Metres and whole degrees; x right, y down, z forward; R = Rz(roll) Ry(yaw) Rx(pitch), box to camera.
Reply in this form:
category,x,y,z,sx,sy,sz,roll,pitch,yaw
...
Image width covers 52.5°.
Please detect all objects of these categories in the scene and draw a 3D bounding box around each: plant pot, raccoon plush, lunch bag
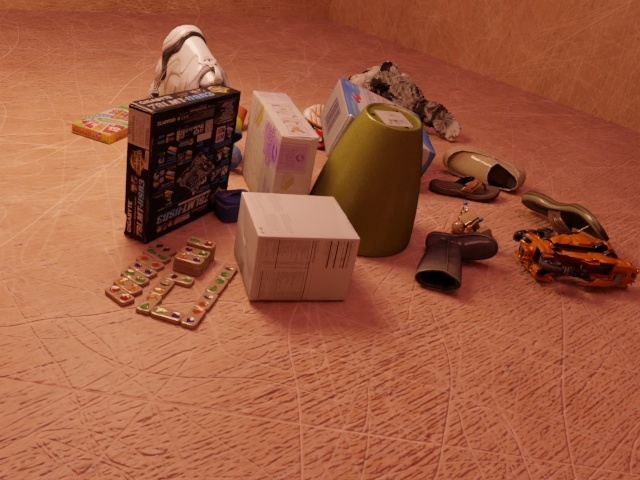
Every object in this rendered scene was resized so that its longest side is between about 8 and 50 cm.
category,x,y,z,sx,sy,sz,roll,pitch,yaw
plant pot,0.129,-0.160,1.524,0.274,0.294,0.275,13,34,-9
raccoon plush,0.304,-0.508,2.495,0.446,0.216,0.299,40,12,-8
lunch bag,-0.200,-0.088,1.544,0.098,0.065,0.067,-12,36,-36

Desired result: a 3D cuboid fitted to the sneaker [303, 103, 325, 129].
category,x,y,z,sx,sy,sz,roll,pitch,yaw
sneaker,0.031,-0.390,2.168,0.214,0.084,0.083,12,-16,-31

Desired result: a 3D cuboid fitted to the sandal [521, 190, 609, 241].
category,x,y,z,sx,sy,sz,roll,pitch,yaw
sandal,0.668,-0.050,1.796,0.120,0.086,0.303,42,-4,-33

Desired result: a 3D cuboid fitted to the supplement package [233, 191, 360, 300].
category,x,y,z,sx,sy,sz,roll,pitch,yaw
supplement package,-0.055,0.011,1.323,0.203,0.149,0.194,2,29,-18

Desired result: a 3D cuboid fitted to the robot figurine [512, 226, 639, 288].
category,x,y,z,sx,sy,sz,roll,pitch,yaw
robot figurine,0.612,0.047,1.588,0.291,0.085,0.211,5,28,-14

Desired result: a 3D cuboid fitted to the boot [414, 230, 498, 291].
category,x,y,z,sx,sy,sz,roll,pitch,yaw
boot,0.315,0.046,1.484,0.189,0.076,0.208,1,19,11

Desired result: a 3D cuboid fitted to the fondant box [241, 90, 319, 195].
category,x,y,z,sx,sy,sz,roll,pitch,yaw
fondant box,-0.110,-0.208,1.619,0.096,0.238,0.330,1,29,-21

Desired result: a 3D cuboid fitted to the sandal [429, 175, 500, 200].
category,x,y,z,sx,sy,sz,roll,pitch,yaw
sandal,0.435,-0.166,1.944,0.219,0.060,0.090,10,28,-4

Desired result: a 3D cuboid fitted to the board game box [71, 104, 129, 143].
category,x,y,z,sx,sy,sz,roll,pitch,yaw
board game box,-0.598,-0.347,1.915,0.124,0.039,0.259,19,26,12

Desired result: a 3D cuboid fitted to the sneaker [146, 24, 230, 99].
category,x,y,z,sx,sy,sz,roll,pitch,yaw
sneaker,-0.362,-0.377,1.771,0.137,0.366,0.210,-17,60,-38

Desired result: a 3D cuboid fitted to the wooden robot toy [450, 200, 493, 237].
category,x,y,z,sx,sy,sz,roll,pitch,yaw
wooden robot toy,0.382,-0.032,1.694,0.079,0.076,0.173,-28,33,2

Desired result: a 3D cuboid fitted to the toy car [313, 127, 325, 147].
category,x,y,z,sx,sy,sz,roll,pitch,yaw
toy car,0.068,-0.285,2.034,0.239,0.053,0.225,3,29,-15

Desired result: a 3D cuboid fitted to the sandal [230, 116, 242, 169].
category,x,y,z,sx,sy,sz,roll,pitch,yaw
sandal,-0.332,-0.239,1.731,0.317,0.126,0.138,-18,79,-27

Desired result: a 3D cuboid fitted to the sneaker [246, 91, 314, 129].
category,x,y,z,sx,sy,sz,roll,pitch,yaw
sneaker,-0.119,-0.403,2.105,0.227,0.130,0.087,4,30,-20

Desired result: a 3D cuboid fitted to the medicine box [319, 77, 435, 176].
category,x,y,z,sx,sy,sz,roll,pitch,yaw
medicine box,0.162,-0.314,1.919,0.289,0.149,0.263,20,32,-19

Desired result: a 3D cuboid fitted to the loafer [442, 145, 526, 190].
category,x,y,z,sx,sy,sz,roll,pitch,yaw
loafer,0.517,-0.227,2.047,0.268,0.102,0.092,17,22,8

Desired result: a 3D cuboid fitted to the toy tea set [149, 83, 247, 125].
category,x,y,z,sx,sy,sz,roll,pitch,yaw
toy tea set,-0.398,-0.432,2.106,0.336,0.124,0.200,28,2,34

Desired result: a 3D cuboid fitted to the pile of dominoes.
category,x,y,z,sx,sy,sz,roll,pitch,yaw
pile of dominoes,-0.283,0.063,1.255,0.196,0.040,0.251,15,27,6

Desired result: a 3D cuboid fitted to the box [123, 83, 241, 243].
category,x,y,z,sx,sy,sz,roll,pitch,yaw
box,-0.301,-0.176,1.426,0.073,0.293,0.295,25,31,21
